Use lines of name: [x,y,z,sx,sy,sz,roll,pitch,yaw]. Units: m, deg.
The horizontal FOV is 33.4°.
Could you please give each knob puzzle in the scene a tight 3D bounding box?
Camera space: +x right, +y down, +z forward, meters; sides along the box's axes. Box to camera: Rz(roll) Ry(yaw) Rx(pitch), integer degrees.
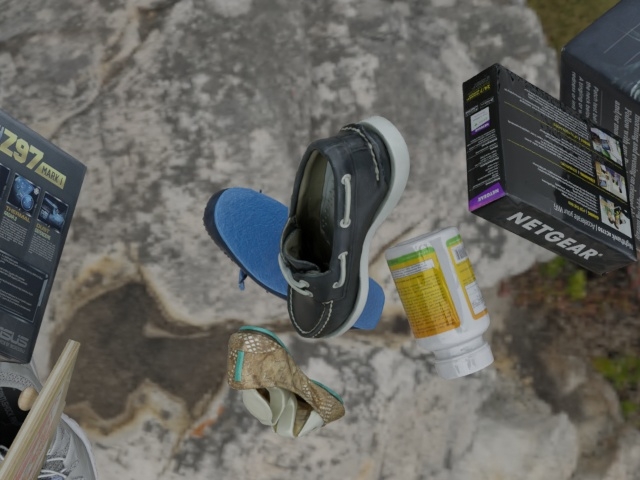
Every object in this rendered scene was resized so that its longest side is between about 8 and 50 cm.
knob puzzle: [-0.247,0.193,0.828,0.030,0.213,0.213,21,72,-4]

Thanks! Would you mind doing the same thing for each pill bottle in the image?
pill bottle: [0.213,0.109,1.853,0.136,0.136,0.245,-21,92,-40]

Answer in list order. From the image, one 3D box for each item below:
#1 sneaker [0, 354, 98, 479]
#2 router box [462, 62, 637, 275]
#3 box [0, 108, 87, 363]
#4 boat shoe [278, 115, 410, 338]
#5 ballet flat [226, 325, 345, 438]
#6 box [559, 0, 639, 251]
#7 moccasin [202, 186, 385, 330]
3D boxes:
sneaker: [-0.329,0.223,1.170,0.105,0.115,0.281,-21,121,-1]
router box: [0.203,-0.060,0.940,0.179,0.046,0.133,23,55,-34]
box: [-0.295,-0.025,0.820,0.233,0.059,0.183,38,59,-54]
boat shoe: [0.000,0.000,1.111,0.091,0.114,0.302,-19,139,-33]
ballet flat: [-0.037,0.152,1.030,0.206,0.073,0.067,48,52,-50]
box: [0.600,-0.138,1.180,0.480,0.472,0.297,-39,148,-13]
moccasin: [-0.055,0.045,1.589,0.342,0.117,0.138,42,66,-30]
